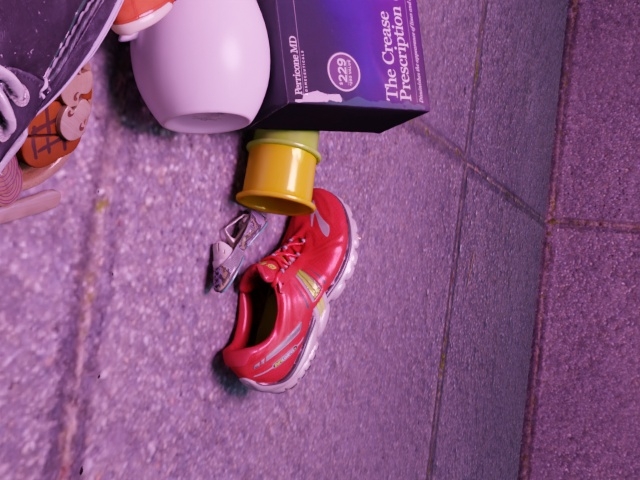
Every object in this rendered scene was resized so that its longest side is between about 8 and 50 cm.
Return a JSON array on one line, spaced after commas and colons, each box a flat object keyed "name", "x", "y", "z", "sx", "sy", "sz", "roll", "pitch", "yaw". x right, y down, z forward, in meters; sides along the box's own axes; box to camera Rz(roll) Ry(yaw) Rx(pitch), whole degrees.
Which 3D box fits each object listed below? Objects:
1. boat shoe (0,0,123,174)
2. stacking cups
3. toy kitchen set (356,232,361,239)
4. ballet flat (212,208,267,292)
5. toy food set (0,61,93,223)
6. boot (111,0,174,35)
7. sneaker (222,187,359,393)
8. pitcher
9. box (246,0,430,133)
[{"name": "boat shoe", "x": -0.192, "y": -0.073, "z": 0.299, "sx": 0.301, "sy": 0.102, "sz": 0.108, "roll": -48, "pitch": 138, "yaw": -11}, {"name": "stacking cups", "x": -0.037, "y": -0.193, "z": 0.736, "sx": 0.096, "sy": 0.096, "sz": 0.316, "roll": 22, "pitch": 71, "yaw": -58}, {"name": "toy kitchen set", "x": 0.000, "y": 0.000, "z": 0.875, "sx": 0.083, "sy": 0.075, "sz": 0.068, "roll": -35, "pitch": 172, "yaw": -13}, {"name": "ballet flat", "x": -0.102, "y": 0.007, "z": 0.700, "sx": 0.114, "sy": 0.041, "sz": 0.041, "roll": -62, "pitch": 142, "yaw": -33}, {"name": "toy food set", "x": -0.199, "y": -0.086, "z": 0.429, "sx": 0.132, "sy": 0.039, "sz": 0.192, "roll": -43, "pitch": 155, "yaw": -63}, {"name": "boot", "x": -0.129, "y": -0.226, "z": 0.471, "sx": 0.084, "sy": 0.059, "sz": 0.158, "roll": 79, "pitch": 29, "yaw": -48}, {"name": "sneaker", "x": -0.037, "y": 0.045, "z": 0.748, "sx": 0.118, "sy": 0.107, "sz": 0.279, "roll": 41, "pitch": 57, "yaw": -43}, {"name": "pitcher", "x": -0.134, "y": -0.208, "z": 0.548, "sx": 0.178, "sy": 0.125, "sz": 0.207, "roll": -3, "pitch": 87, "yaw": -38}, {"name": "box", "x": 0.006, "y": -0.257, "z": 0.660, "sx": 0.184, "sy": 0.103, "sz": 0.261, "roll": -5, "pitch": 87, "yaw": -29}]
